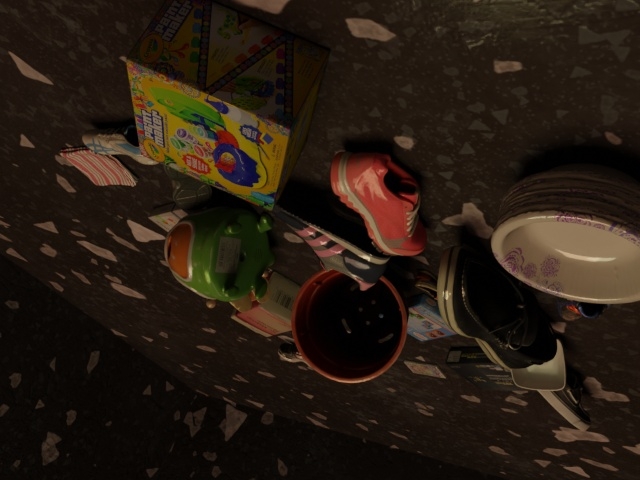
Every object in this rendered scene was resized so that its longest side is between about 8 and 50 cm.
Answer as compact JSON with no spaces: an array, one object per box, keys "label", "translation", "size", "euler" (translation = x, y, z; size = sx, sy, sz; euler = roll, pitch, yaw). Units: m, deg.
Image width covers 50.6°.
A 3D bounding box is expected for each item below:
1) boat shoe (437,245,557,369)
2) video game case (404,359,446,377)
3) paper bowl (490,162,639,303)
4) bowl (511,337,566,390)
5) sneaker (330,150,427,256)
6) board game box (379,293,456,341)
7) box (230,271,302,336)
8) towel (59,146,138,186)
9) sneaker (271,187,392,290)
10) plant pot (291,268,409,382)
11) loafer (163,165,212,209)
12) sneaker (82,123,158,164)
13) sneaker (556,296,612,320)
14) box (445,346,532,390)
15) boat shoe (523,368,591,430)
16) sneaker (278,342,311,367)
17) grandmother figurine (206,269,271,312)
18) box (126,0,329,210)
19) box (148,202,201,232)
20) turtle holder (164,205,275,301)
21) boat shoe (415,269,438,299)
[{"label":"boat shoe","translation":[0.398,0.155,1.501],"size":[0.156,0.186,0.500],"euler":[-4,149,35]},{"label":"video game case","translation":[0.350,0.430,2.263],"size":[0.122,0.011,0.087],"euler":[2,148,37]},{"label":"paper bowl","translation":[0.444,-0.020,1.144],"size":[0.284,0.148,0.284],"euler":[18,154,9]},{"label":"bowl","translation":[0.561,0.308,1.735],"size":[0.142,0.141,0.053],"euler":[-3,-176,36]},{"label":"sneaker","translation":[0.149,-0.064,1.345],"size":[0.136,0.115,0.314],"euler":[-6,144,39]},{"label":"board game box","translation":[0.282,0.217,1.870],"size":[0.160,0.039,0.211],"euler":[31,153,-16]},{"label":"box","translation":[-0.155,0.202,2.100],"size":[0.149,0.126,0.232],"euler":[31,153,-18]},{"label":"towel","translation":[-0.592,-0.194,1.802],"size":[0.197,0.029,0.144],"euler":[2,147,37]},{"label":"sneaker","translation":[0.000,0.000,1.501],"size":[0.319,0.112,0.131],"euler":[33,127,18]},{"label":"plant pot","translation":[0.099,0.188,1.661],"size":[0.273,0.272,0.265],"euler":[15,-176,16]},{"label":"loafer","translation":[-0.314,-0.161,1.605],"size":[0.096,0.084,0.267],"euler":[-9,158,-5]},{"label":"sneaker","translation":[-0.457,-0.236,1.565],"size":[0.237,0.085,0.086],"euler":[14,127,26]},{"label":"sneaker","translation":[0.550,0.125,1.411],"size":[0.083,0.087,0.221],"euler":[21,155,6]},{"label":"box","translation":[0.509,0.374,1.966],"size":[0.183,0.059,0.233],"euler":[36,152,-28]},{"label":"boat shoe","translation":[0.667,0.410,1.855],"size":[0.301,0.102,0.108],"euler":[42,-172,-21]},{"label":"sneaker","translation":[-0.068,0.418,2.541],"size":[0.178,0.072,0.077],"euler":[15,143,-2]},{"label":"grandmother figurine","translation":[-0.251,0.129,1.997],"size":[0.342,0.208,0.104],"euler":[9,114,64]},{"label":"box","translation":[-0.163,-0.236,1.194],"size":[0.279,0.177,0.290],"euler":[23,155,1]},{"label":"box","translation":[-0.376,-0.049,1.897],"size":[0.186,0.038,0.145],"euler":[-7,142,48]},{"label":"turtle holder","translation":[-0.248,0.016,1.735],"size":[0.228,0.320,0.243],"euler":[8,119,28]},{"label":"boat shoe","translation":[0.287,0.123,1.678],"size":[0.137,0.043,0.049],"euler":[35,151,-26]}]
